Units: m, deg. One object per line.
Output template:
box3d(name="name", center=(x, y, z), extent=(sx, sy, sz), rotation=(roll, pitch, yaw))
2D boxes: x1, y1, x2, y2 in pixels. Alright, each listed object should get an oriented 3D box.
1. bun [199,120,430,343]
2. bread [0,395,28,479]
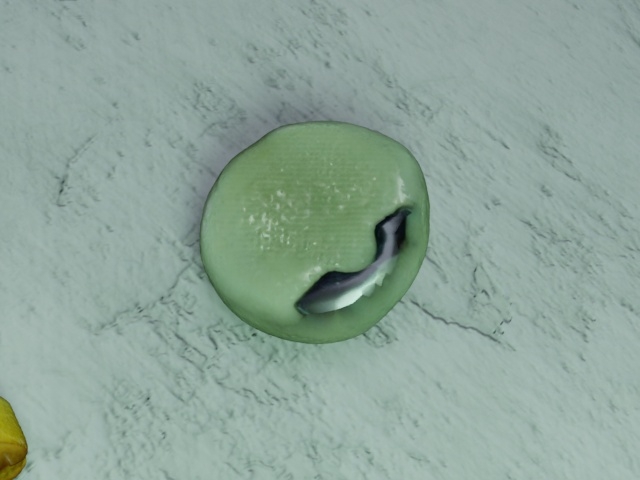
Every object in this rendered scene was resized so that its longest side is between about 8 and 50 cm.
box3d(name="bun", center=(0.000, 0.000, 1.306), extent=(0.283, 0.179, 0.283), rotation=(-4, 67, 11))
box3d(name="bread", center=(-0.424, 0.242, 1.104), extent=(0.245, 0.102, 0.094), rotation=(-18, 56, -23))
